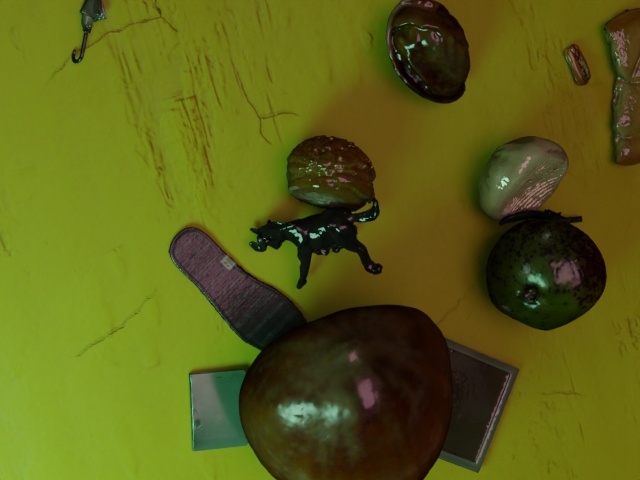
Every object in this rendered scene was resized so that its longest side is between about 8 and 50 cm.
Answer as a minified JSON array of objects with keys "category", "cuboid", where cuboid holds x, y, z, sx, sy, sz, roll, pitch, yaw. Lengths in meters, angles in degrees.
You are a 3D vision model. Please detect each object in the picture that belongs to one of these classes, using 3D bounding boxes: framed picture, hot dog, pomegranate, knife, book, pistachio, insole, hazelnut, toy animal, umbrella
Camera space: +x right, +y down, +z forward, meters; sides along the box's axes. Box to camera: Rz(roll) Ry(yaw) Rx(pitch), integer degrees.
[{"category":"framed picture","cuboid":[0.222,0.291,1.742,0.273,0.016,0.216,25,86,-20]},{"category":"hot dog","cuboid":[0.490,-0.333,1.779,0.037,0.021,0.083,-33,103,-12]},{"category":"pomegranate","cuboid":[0.421,0.044,1.710,0.248,0.214,0.214,-45,110,-45]},{"category":"knife","cuboid":[0.421,-0.046,1.745,0.222,0.045,0.021,-2,58,-36]},{"category":"book","cuboid":[-0.172,0.290,1.611,0.103,0.017,0.134,-3,95,-16]},{"category":"pistachio","cuboid":[0.196,-0.329,1.627,0.165,0.131,0.210,-51,123,-17]},{"category":"insole","cuboid":[-0.135,0.094,1.611,0.110,0.012,0.309,-46,107,-8]},{"category":"hazelnut","cuboid":[0.050,0.261,1.517,0.366,0.366,0.365,-2,95,-19]},{"category":"toy animal","cuboid":[0.000,0.000,1.573,0.233,0.084,0.148,-12,141,20]},{"category":"umbrella","cuboid":[-0.348,-0.408,1.480,0.044,0.044,0.268,13,92,-50]}]

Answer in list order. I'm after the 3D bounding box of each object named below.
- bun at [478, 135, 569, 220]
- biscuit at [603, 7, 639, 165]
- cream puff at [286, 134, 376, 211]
[{"category":"bun","cuboid":[0.357,-0.121,1.702,0.183,0.102,0.183,-24,147,-17]},{"category":"biscuit","cuboid":[0.624,-0.299,1.816,0.154,0.045,0.299,-10,98,-19]},{"category":"cream puff","cuboid":[0.017,-0.116,1.579,0.165,0.150,0.115,40,57,-59]}]
